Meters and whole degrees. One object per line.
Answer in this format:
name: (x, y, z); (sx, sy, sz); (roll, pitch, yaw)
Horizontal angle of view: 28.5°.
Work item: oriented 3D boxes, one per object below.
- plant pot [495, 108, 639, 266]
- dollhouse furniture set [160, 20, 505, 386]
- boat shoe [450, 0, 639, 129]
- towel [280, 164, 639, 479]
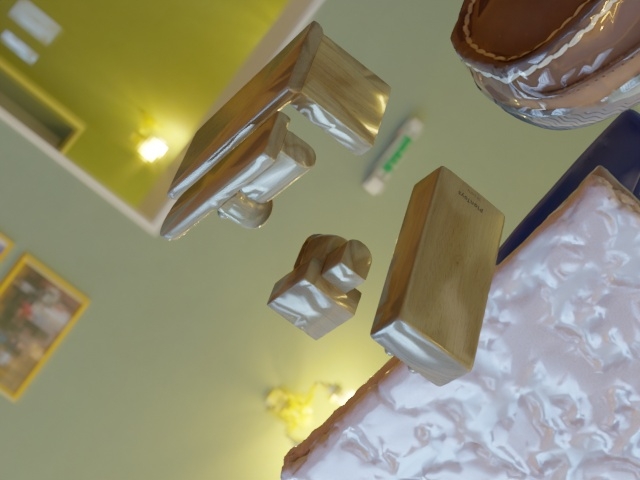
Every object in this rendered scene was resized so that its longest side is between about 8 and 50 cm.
plant pot: (0.272, 0.073, 0.999); (0.236, 0.236, 0.212); (-51, -124, 8)
dollhouse furniture set: (0.000, 0.000, 0.698); (0.123, 0.151, 0.144); (-35, -154, 43)
boat shoe: (0.136, -0.192, 0.432); (0.324, 0.116, 0.123); (-58, -144, 0)
towel: (0.192, 0.161, 0.854); (0.317, 0.332, 0.053); (-47, -173, 19)
